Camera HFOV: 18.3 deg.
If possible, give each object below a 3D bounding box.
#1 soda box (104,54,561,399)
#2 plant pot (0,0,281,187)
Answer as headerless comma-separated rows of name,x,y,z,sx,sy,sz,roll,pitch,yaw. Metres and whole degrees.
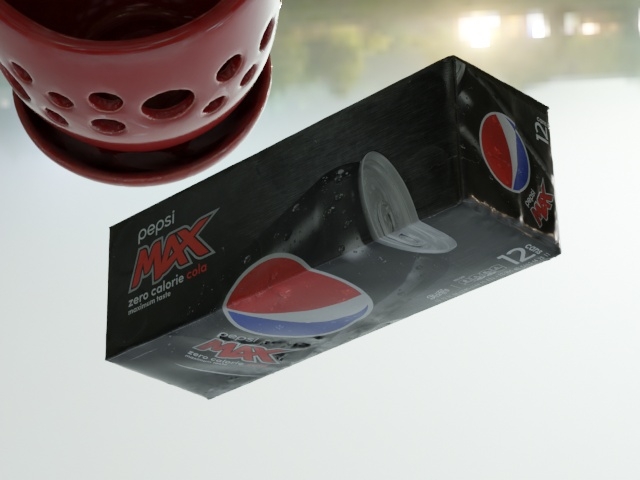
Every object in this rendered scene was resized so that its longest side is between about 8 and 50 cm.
soda box,0.000,0.000,0.687,0.169,0.060,0.053,-25,144,37
plant pot,-0.115,-0.143,1.234,0.191,0.191,0.174,-3,151,1
